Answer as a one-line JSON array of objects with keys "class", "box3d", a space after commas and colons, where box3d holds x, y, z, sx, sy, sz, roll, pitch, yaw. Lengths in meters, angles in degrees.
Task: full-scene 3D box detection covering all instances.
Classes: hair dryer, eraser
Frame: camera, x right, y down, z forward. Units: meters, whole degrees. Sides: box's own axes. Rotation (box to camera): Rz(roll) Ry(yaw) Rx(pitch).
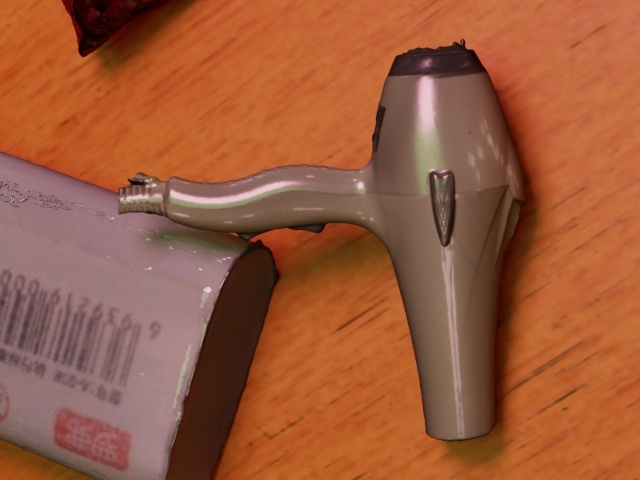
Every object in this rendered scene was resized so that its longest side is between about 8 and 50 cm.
[{"class": "hair dryer", "box3d": [0.025, 0.023, 1.137, 0.225, 0.088, 0.219, -24, 94, 6]}, {"class": "eraser", "box3d": [-0.156, 0.048, 1.236, 0.227, 0.081, 0.174, 19, 94, 25]}]

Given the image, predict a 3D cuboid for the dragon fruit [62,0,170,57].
[{"class": "dragon fruit", "box3d": [-0.172, -0.211, 1.230, 0.092, 0.122, 0.192, -41, 75, 35]}]
